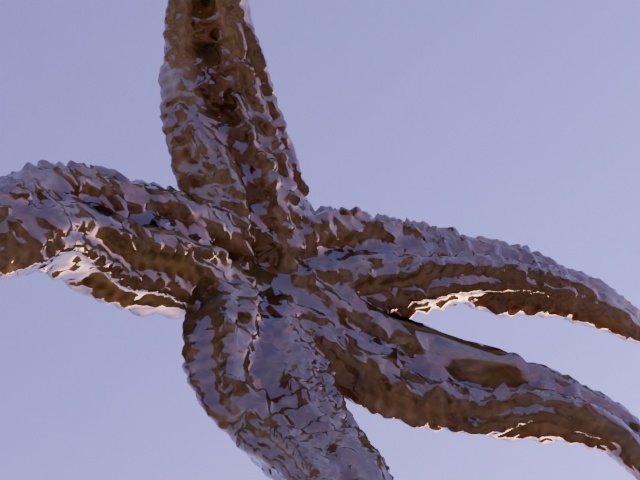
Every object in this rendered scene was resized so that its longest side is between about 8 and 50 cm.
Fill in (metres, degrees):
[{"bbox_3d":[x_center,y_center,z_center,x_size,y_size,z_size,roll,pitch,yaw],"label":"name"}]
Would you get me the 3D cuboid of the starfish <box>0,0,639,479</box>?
[{"bbox_3d":[-0.007,0.004,0.614,0.375,0.327,0.094,0,-35,-43],"label":"starfish"}]
